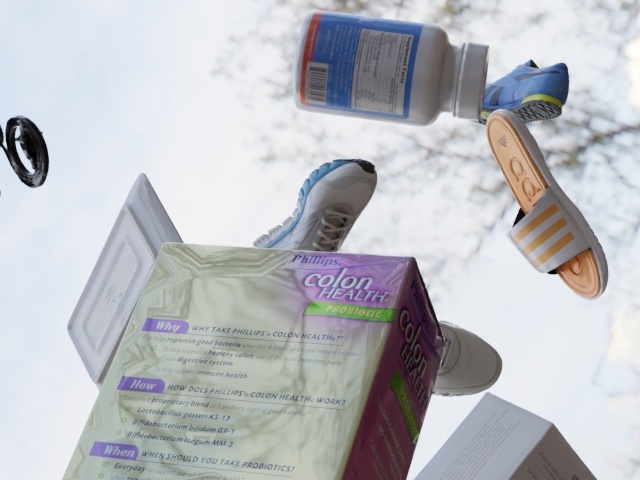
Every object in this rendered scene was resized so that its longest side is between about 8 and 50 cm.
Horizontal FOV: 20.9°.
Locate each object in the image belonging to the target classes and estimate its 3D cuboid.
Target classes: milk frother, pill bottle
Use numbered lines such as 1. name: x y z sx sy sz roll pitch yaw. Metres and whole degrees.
1. milk frother: -0.335 -0.065 1.572 0.129 0.143 0.135 50 -122 -15
2. pill bottle: 0.085 -0.201 2.062 0.124 0.221 0.124 8 -90 -83

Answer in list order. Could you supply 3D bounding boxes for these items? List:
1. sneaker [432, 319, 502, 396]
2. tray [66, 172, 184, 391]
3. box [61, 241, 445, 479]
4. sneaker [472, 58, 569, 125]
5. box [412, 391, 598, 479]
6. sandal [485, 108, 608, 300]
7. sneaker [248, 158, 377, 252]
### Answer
1. sneaker: 0.120 0.141 2.383 0.118 0.292 0.110 162 126 -75
2. tray: -0.235 0.064 2.029 0.030 0.145 0.270 -5 -41 -37
3. box: -0.045 0.133 1.302 0.117 0.213 0.243 67 -146 -47
4. sneaker: 0.289 -0.220 2.573 0.069 0.209 0.082 27 -110 -34
5. box: 0.203 0.296 1.876 0.182 0.119 0.181 -49 -56 -13
6. sandal: 0.251 -0.033 2.101 0.076 0.265 0.102 -22 -18 -25
7. sneaker: 0.000 0.000 1.695 0.071 0.083 0.191 14 -49 -32
